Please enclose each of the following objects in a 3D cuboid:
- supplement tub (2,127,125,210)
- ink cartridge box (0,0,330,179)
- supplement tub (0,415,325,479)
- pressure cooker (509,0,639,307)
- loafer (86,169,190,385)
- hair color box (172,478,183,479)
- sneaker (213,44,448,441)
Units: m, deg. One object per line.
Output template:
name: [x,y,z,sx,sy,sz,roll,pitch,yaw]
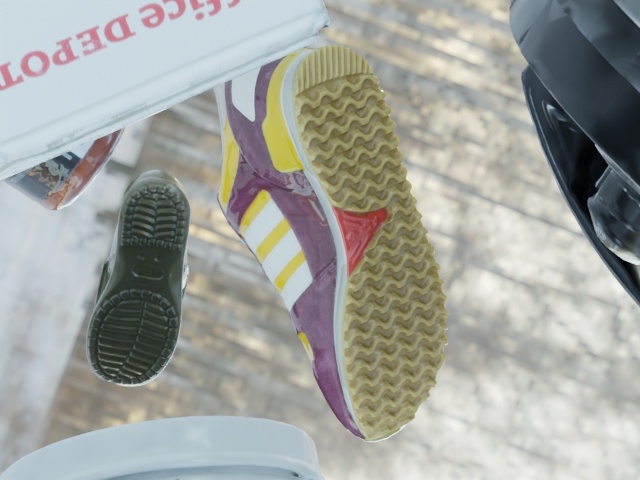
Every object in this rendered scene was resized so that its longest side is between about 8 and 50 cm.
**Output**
supplement tub: [-0.248,-0.114,1.472,0.106,0.198,0.106,-46,-158,24]
ink cartridge box: [-0.113,-0.147,0.761,0.159,0.217,0.092,-26,-173,-24]
supplement tub: [-0.074,0.278,1.121,0.228,0.228,0.316,121,-38,-62]
pressure cooker: [0.299,-0.116,0.990,0.420,0.375,0.370,-53,-167,19]
loafer: [-0.103,0.021,1.185,0.050,0.056,0.148,-81,-172,-61]
hair color box: [-0.249,0.226,0.961,0.185,0.375,0.113,-11,84,-71]
sneaker: [0.000,0.000,0.900,0.084,0.070,0.185,6,-68,49]
